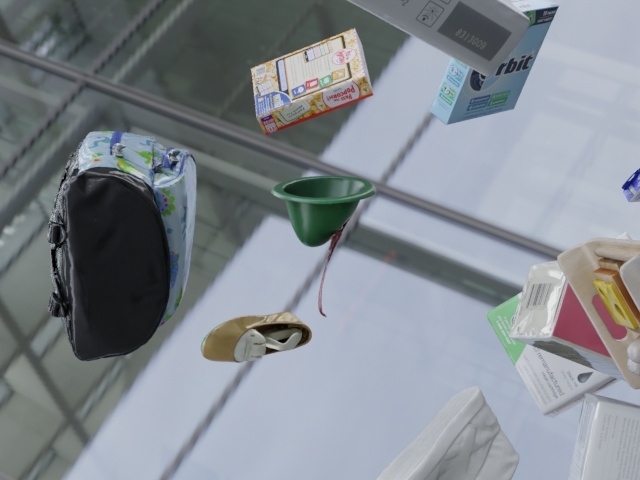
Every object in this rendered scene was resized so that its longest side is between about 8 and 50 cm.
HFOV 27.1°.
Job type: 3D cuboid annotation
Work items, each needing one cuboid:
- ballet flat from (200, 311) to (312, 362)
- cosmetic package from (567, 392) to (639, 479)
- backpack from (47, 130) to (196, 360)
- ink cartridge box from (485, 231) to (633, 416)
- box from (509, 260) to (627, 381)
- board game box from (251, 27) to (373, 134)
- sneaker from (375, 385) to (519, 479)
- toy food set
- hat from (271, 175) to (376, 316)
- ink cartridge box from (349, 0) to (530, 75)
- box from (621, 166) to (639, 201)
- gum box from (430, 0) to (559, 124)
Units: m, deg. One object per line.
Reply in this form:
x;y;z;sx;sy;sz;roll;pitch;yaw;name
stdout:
-0.100;0.164;2.234;0.232;0.073;0.080;-13;-58;-50;ballet flat
0.452;0.307;1.850;0.151;0.183;0.151;21;-99;-84;cosmetic package
-0.297;-0.027;2.004;0.273;0.355;0.290;-6;-68;-17;backpack
0.469;0.148;2.321;0.289;0.211;0.121;-32;-18;11;ink cartridge box
0.434;0.128;2.043;0.148;0.232;0.127;167;122;-72;box
-0.017;-0.267;2.227;0.147;0.193;0.045;-98;-15;-48;board game box
0.202;0.382;2.080;0.292;0.108;0.169;-41;-79;-30;sneaker
0.396;0.114;1.676;0.092;0.220;0.306;-31;4;-3;toy food set
0.000;0.000;2.253;0.208;0.173;0.184;-21;-65;-50;hat
0.030;-0.365;1.521;0.308;0.385;0.091;19;-64;-42;ink cartridge box
0.573;-0.099;2.237;0.136;0.028;0.081;-5;-34;-30;box
0.254;-0.265;1.940;0.157;0.041;0.184;-16;-42;-40;gum box
